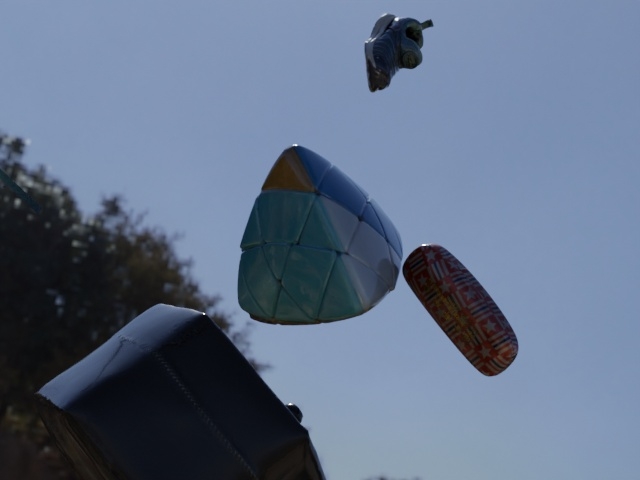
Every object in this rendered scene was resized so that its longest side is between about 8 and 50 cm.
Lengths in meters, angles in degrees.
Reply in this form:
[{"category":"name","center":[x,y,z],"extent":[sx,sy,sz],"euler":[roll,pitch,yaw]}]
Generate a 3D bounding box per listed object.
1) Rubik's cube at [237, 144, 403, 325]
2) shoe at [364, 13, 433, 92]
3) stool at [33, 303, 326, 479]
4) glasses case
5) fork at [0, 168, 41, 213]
[{"category":"Rubik's cube","center":[0.000,0.000,1.632],"extent":[0.254,0.254,0.254],"euler":[7,-23,3]},{"category":"shoe","center":[0.092,-0.229,1.577],"extent":[0.071,0.143,0.064],"euler":[2,-54,20]},{"category":"stool","center":[-0.098,0.164,0.960],"extent":[0.232,0.141,0.232],"euler":[45,-22,23]},{"category":"glasses case","center":[0.175,0.084,1.630],"extent":[0.049,0.194,0.073],"euler":[-9,-37,-49]},{"category":"fork","center":[-0.358,-0.104,1.236],"extent":[0.021,0.039,0.235],"euler":[-22,-60,35]}]
